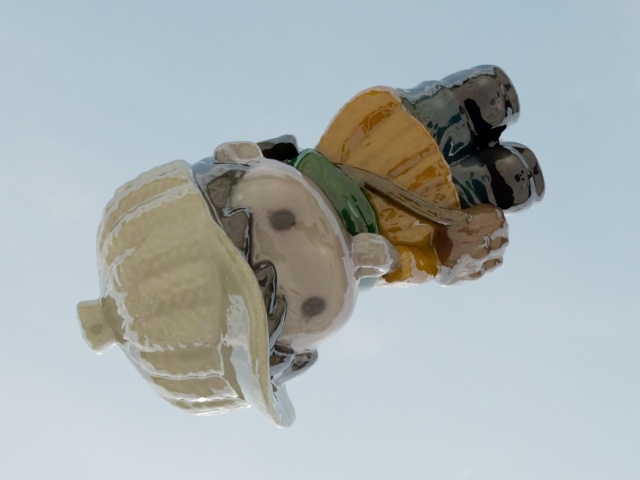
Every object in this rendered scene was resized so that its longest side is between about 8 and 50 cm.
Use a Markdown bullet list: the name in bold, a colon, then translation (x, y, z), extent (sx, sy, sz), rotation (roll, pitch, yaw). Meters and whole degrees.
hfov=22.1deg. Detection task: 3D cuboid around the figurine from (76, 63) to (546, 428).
- **figurine**: translation (-0.010, -0.004, 1.162), extent (0.204, 0.332, 0.185), rotation (-4, -67, 51)
